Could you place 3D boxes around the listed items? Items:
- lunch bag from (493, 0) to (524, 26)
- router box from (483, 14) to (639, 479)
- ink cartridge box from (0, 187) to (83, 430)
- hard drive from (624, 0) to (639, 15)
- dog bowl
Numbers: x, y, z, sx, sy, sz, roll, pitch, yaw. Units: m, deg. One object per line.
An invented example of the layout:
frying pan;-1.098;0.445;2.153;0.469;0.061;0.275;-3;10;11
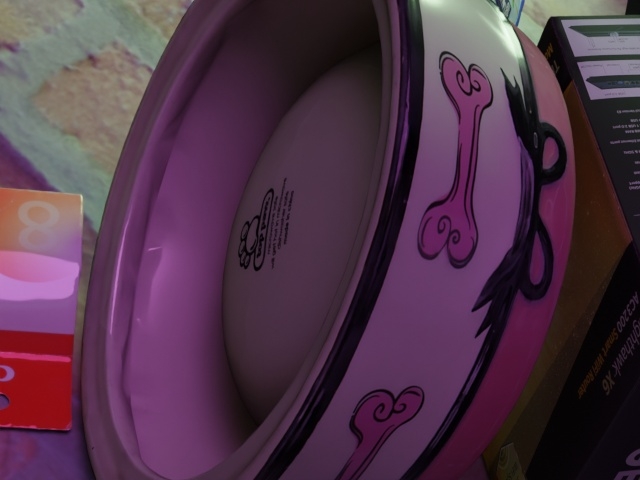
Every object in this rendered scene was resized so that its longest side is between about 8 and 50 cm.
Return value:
lunch bag;0.110;-0.175;1.394;0.096;0.151;0.129;19;50;-1
router box;0.174;0.042;1.149;0.081;0.309;0.243;-3;54;-16
ink cartridge box;-0.239;0.041;1.199;0.145;0.045;0.179;5;50;-13
hard drive;0.422;-0.140;1.413;0.237;0.064;0.339;0;23;-16
dog bowl;0.000;0.000;1.095;0.150;0.408;0.408;16;49;-27
